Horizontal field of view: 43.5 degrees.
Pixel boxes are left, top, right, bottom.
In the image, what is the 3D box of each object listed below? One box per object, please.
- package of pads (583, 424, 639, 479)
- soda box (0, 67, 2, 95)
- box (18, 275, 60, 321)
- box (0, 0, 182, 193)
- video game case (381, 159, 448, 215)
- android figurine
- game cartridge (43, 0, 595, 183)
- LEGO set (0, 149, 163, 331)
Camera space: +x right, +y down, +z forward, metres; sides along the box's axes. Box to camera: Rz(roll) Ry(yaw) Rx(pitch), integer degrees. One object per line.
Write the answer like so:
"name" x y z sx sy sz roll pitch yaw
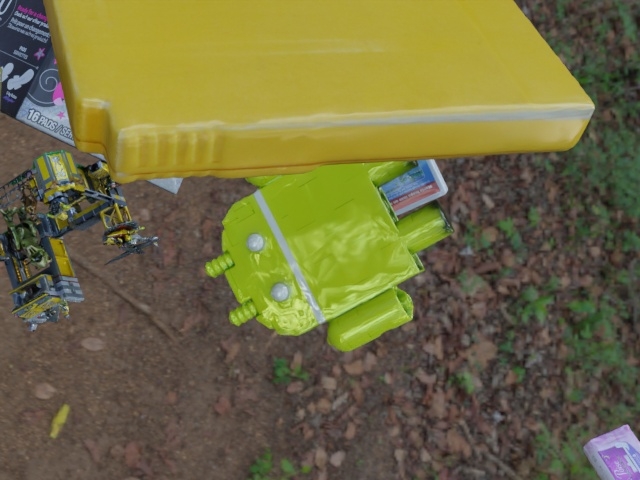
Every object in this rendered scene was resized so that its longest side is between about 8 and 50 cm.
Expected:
"package of pads" 0.304 0.230 0.794 0.050 0.083 0.032 -19 145 -12
"soda box" -0.328 -0.069 0.713 0.058 0.061 0.181 -50 147 -78
"box" -0.532 0.111 1.529 0.052 0.062 0.083 16 77 -47
"box" -0.267 -0.178 0.951 0.247 0.163 0.142 26 90 -54
"video game case" 0.047 -0.162 1.249 0.285 0.204 0.025 63 24 -7
"android figurine" 0.000 0.000 0.890 0.248 0.273 0.056 65 13 6
"game cartridge" -0.018 -0.158 0.547 0.324 0.052 0.285 -7 52 -21
"LEGO set" -0.437 0.020 1.278 0.192 0.331 0.255 66 7 15
